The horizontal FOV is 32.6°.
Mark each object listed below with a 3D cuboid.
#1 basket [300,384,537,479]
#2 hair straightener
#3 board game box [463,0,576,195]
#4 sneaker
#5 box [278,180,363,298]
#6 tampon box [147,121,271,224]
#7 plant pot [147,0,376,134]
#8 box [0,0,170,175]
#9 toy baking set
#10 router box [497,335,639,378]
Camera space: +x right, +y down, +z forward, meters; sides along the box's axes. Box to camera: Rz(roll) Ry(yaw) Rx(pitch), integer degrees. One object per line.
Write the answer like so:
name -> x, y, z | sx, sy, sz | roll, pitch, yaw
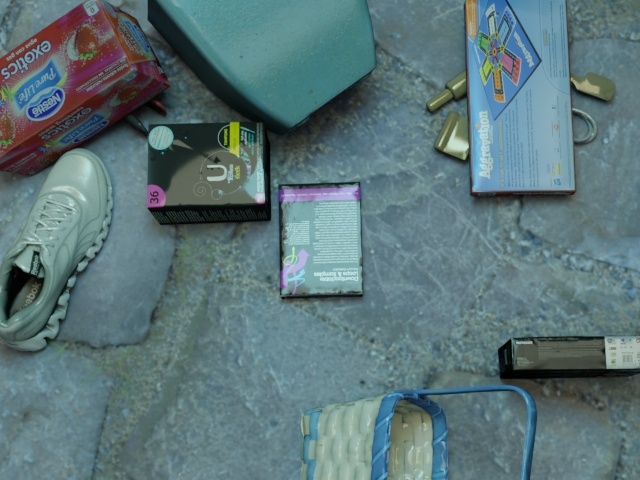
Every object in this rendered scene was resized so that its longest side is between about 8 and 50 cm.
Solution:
basket -> 0.121, 0.299, 1.349 | 0.289, 0.201, 0.254 | -1, 76, 33
hair straightener -> -0.335, -0.217, 1.572 | 0.230, 0.047, 0.089 | 35, 80, 9
board game box -> 0.277, -0.202, 1.533 | 0.145, 0.027, 0.281 | 0, 80, -2
sneaker -> -0.367, 0.006, 1.489 | 0.110, 0.118, 0.292 | 16, 77, 7
box -> 0.000, 0.000, 1.524 | 0.116, 0.029, 0.162 | -1, 76, 2
tampon box -> -0.152, -0.092, 1.511 | 0.161, 0.101, 0.120 | -2, 77, 1
plant pot -> -0.062, -0.286, 1.491 | 0.248, 0.247, 0.252 | -36, 97, -6
box -> -0.354, -0.205, 1.495 | 0.257, 0.128, 0.122 | -30, 80, 12
toy baking set -> 0.282, -0.183, 1.560 | 0.256, 0.030, 0.196 | -40, 82, -7
router box -> 0.328, 0.153, 1.427 | 0.179, 0.133, 0.046 | -1, 78, 1
